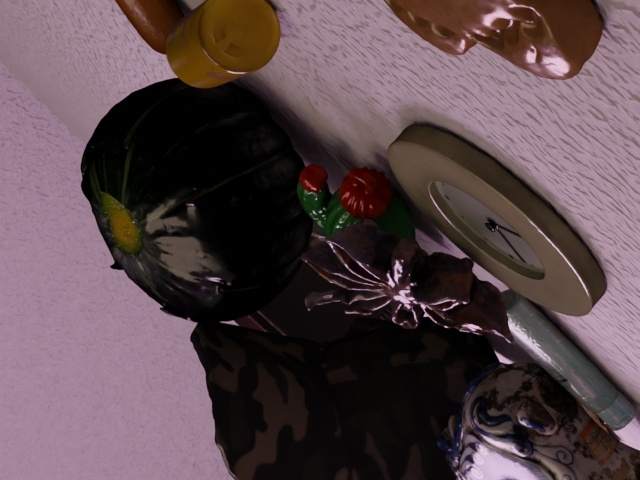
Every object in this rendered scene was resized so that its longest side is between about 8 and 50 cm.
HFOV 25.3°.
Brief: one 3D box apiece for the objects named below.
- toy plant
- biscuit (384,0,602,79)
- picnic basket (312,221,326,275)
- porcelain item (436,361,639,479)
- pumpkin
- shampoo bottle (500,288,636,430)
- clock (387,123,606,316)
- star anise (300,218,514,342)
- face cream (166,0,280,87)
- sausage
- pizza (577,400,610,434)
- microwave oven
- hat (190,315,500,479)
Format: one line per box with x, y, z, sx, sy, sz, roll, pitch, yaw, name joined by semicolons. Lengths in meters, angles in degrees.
0.042;-0.021;1.530;0.154;0.088;0.240;25;162;40;toy plant
0.016;-0.223;0.796;0.355;0.052;0.275;47;170;-34;biscuit
0.000;0.000;1.854;0.065;0.083;0.083;40;176;-28;picnic basket
0.264;0.263;1.571;0.288;0.138;0.186;41;130;8;porcelain item
-0.118;-0.058;1.671;0.296;0.296;0.296;40;171;8;pumpkin
0.255;0.127;1.493;0.190;0.041;0.069;43;166;-11;shampoo bottle
0.156;-0.018;1.273;0.235;0.029;0.235;39;170;9;clock
0.080;0.040;1.442;0.230;0.081;0.262;25;165;-32;star anise
-0.106;-0.191;1.394;0.078;0.078;0.273;44;171;-12;face cream
-0.191;-0.260;1.509;0.062;0.054;0.183;-6;140;33;sausage
0.296;0.224;1.735;0.127;0.058;0.246;35;171;36;pizza
-0.018;0.085;2.025;0.247;0.178;0.188;43;171;-5;microwave oven
0.049;0.175;1.702;0.381;0.257;0.366;36;-156;-46;hat
